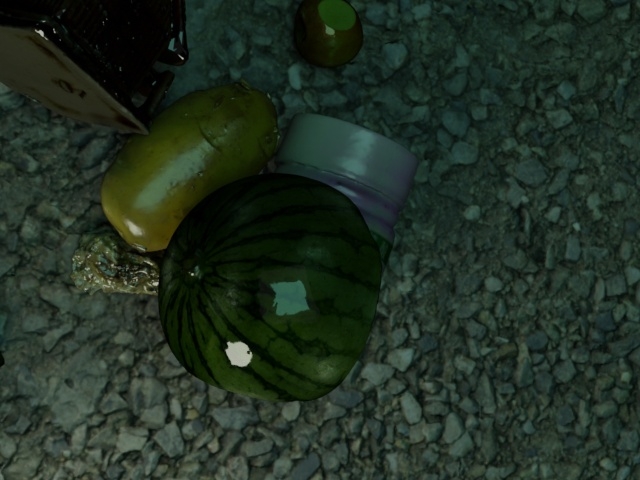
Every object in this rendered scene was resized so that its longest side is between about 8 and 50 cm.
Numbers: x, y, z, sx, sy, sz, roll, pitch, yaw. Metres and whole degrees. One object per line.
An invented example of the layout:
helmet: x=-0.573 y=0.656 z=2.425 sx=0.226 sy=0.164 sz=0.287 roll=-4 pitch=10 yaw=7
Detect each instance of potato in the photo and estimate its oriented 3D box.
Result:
potato: x=-0.188 y=-0.115 z=1.927 sx=0.300 sy=0.140 sz=0.173 roll=-42 pitch=92 yaw=-16

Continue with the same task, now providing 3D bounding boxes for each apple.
apple: x=0.012 y=-0.319 z=2.026 sx=0.102 sy=0.099 sz=0.114 roll=-4 pitch=64 yaw=-24

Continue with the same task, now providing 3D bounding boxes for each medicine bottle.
medicine bottle: x=0.000 y=0.000 z=1.953 sx=0.212 sy=0.212 sz=0.326 roll=23 pitch=81 yaw=-16

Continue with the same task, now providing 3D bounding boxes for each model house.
model house: x=-0.354 y=-0.348 z=1.871 sx=0.317 sy=0.297 sz=0.283 roll=13 pitch=67 yaw=23

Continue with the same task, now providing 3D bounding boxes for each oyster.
oyster: x=-0.280 y=0.029 z=1.945 sx=0.165 sy=0.053 sz=0.108 roll=8 pitch=76 yaw=-11

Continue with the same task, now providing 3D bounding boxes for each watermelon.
watermelon: x=-0.090 y=0.048 z=1.757 sx=0.189 sy=0.330 sz=0.331 roll=22 pitch=79 yaw=-60

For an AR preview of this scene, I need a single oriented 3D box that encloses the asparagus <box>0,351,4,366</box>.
asparagus: x=-0.535 y=0.072 z=1.857 sx=0.067 sy=0.060 sz=0.278 roll=-27 pitch=97 yaw=3
